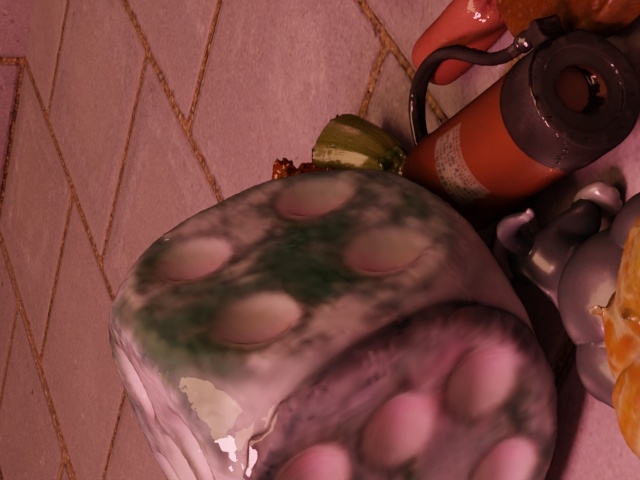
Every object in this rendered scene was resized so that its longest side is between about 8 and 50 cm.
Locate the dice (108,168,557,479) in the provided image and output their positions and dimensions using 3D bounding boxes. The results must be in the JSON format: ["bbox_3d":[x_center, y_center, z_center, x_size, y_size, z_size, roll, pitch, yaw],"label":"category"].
[{"bbox_3d":[0.011,0.149,1.404,0.348,0.328,0.330,37,150,54],"label":"dice"}]

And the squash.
[{"bbox_3d":[0.067,-0.091,1.666,0.132,0.105,0.105,13,103,52],"label":"squash"}]

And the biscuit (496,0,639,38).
[{"bbox_3d":[0.223,-0.374,1.324,0.381,0.074,0.359,-113,32,-41],"label":"biscuit"}]

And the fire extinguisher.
[{"bbox_3d":[0.170,-0.110,1.411,0.376,0.113,0.200,140,143,-63],"label":"fire extinguisher"}]

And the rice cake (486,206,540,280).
[{"bbox_3d":[0.175,0.036,1.494,0.211,0.034,0.043,125,145,-53],"label":"rice cake"}]

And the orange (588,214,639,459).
[{"bbox_3d":[0.323,0.075,0.930,0.329,0.249,0.329,180,90,-77],"label":"orange"}]

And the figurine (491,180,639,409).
[{"bbox_3d":[0.241,0.016,1.245,0.265,0.140,0.193,35,106,43],"label":"figurine"}]

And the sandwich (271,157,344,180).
[{"bbox_3d":[0.001,0.007,1.674,0.159,0.109,0.185,18,139,20],"label":"sandwich"}]

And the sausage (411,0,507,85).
[{"bbox_3d":[0.149,-0.217,1.501,0.154,0.062,0.062,136,128,-57],"label":"sausage"}]
